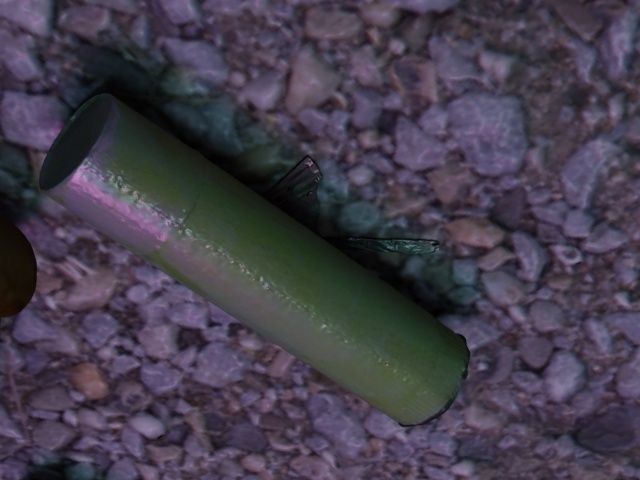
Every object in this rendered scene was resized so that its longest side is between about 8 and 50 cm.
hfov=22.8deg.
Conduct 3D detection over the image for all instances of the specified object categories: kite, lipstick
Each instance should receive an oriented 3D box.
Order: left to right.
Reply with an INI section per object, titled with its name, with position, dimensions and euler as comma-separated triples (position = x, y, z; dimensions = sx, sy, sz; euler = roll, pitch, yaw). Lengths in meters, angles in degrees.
[lipstick]
position = -0.032, 0.019, 0.971
dimensions = 0.304, 0.076, 0.076
euler = 34, 121, -28
[kite]
position = 0.000, 0.000, 1.010
dimensions = 0.152, 0.005, 0.137
euler = -6, 132, -1

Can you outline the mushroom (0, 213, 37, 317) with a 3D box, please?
[mushroom]
position = -0.275, 0.118, 1.011
dimensions = 0.128, 0.128, 0.350
euler = 15, 122, -17
